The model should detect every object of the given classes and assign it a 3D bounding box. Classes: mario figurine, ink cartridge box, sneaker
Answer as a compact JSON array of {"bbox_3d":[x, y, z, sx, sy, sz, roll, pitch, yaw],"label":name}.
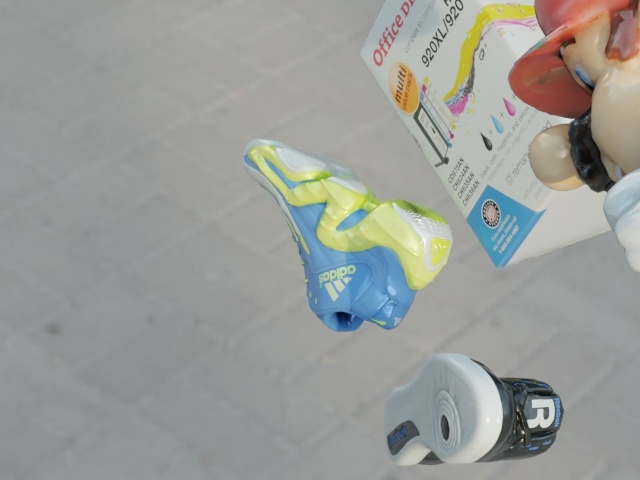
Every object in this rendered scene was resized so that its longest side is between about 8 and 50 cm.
[{"bbox_3d":[0.173,-0.005,0.902,0.170,0.198,0.320,-11,54,-19],"label":"mario figurine"},{"bbox_3d":[0.176,-0.133,1.541,0.168,0.171,0.233,-18,65,-31],"label":"ink cartridge box"},{"bbox_3d":[0.000,0.000,1.596,0.091,0.126,0.240,16,9,-43],"label":"sneaker"},{"bbox_3d":[0.131,0.122,1.396,0.121,0.217,0.079,-2,82,-15],"label":"sneaker"}]
